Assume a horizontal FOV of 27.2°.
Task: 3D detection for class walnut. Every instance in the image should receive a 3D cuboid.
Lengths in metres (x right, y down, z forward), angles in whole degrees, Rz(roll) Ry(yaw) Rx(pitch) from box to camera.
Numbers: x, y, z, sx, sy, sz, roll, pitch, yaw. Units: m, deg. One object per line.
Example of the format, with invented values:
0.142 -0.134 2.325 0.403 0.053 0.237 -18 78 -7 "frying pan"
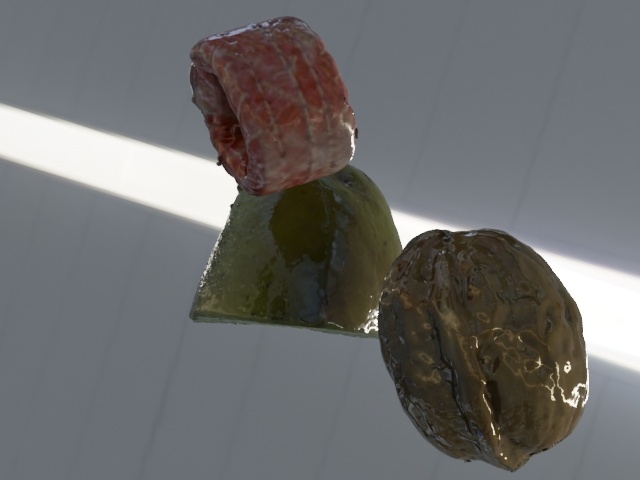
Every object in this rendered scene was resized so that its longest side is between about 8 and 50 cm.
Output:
0.157 0.103 1.267 0.198 0.198 0.245 -16 -92 47 "walnut"

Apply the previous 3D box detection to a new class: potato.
0.000 0.000 1.966 0.212 0.330 0.280 164 -67 -68 "potato"

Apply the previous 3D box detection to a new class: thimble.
-0.070 -0.183 1.803 0.239 0.162 0.239 56 -21 34 "thimble"
